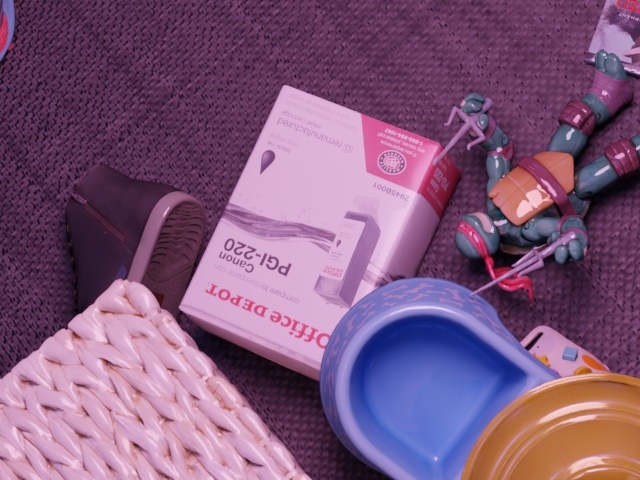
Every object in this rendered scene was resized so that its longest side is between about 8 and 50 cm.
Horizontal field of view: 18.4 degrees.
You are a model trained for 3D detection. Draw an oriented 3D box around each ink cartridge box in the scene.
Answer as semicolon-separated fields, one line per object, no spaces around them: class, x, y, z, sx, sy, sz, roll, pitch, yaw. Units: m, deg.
ink cartridge box;0.000;0.000;1.676;0.158;0.092;0.218;22;84;19

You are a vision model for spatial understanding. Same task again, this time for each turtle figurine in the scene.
turtle figurine;0.180;-0.051;1.629;0.234;0.118;0.175;-37;69;-10

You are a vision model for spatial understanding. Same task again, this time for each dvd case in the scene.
dvd case;0.287;-0.196;1.696;0.087;0.013;0.119;18;81;18

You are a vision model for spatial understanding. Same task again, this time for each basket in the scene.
basket;-0.118;0.255;1.519;0.266;0.331;0.328;-41;70;-5

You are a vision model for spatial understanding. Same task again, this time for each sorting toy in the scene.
sorting toy;0.185;0.108;1.631;0.083;0.045;0.075;-40;50;1

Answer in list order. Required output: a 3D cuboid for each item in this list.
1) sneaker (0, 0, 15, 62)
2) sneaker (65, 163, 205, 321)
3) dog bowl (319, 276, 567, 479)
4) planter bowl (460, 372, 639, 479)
sneaker;-0.336;-0.262;1.815;0.104;0.125;0.262;10;78;17
sneaker;-0.188;0.048;1.730;0.118;0.083;0.222;23;89;38
dog bowl;0.134;0.154;1.558;0.297;0.074;0.166;37;93;0
planter bowl;0.211;0.211;1.475;0.217;0.090;0.217;0;93;2
